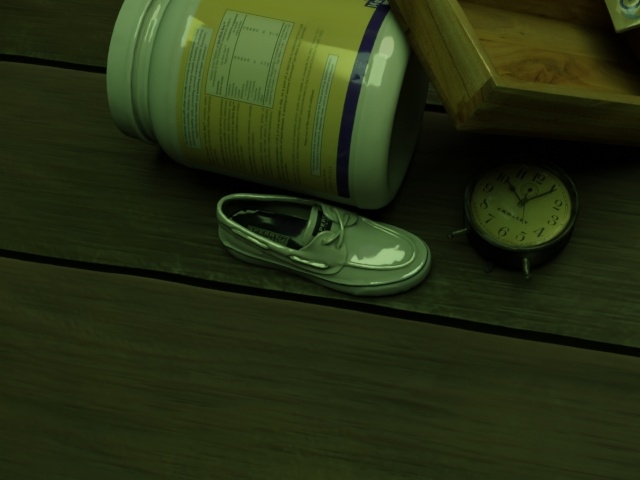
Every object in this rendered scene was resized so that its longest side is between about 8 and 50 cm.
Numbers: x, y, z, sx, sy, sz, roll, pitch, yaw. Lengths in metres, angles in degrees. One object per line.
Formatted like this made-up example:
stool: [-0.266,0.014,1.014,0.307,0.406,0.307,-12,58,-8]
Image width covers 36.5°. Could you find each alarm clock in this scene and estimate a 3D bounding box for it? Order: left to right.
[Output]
alarm clock: [0.242,-0.047,1.134,0.129,0.064,0.192,30,72,20]

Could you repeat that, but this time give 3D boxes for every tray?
tray: [0.274,-0.205,1.079,0.411,0.076,0.203,-1,56,-36]

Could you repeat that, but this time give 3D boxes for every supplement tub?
supplement tub: [-0.054,-0.184,1.137,0.331,0.241,0.241,14,65,13]

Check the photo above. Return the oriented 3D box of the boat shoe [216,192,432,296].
boat shoe: [0.000,0.000,1.125,0.258,0.084,0.095,7,64,10]

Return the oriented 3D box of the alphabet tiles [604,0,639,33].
alphabet tiles: [0.447,-0.369,1.107,0.285,0.011,0.342,-16,63,13]
